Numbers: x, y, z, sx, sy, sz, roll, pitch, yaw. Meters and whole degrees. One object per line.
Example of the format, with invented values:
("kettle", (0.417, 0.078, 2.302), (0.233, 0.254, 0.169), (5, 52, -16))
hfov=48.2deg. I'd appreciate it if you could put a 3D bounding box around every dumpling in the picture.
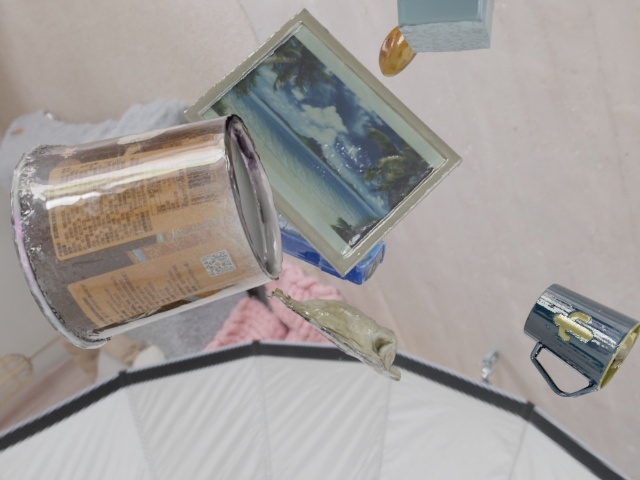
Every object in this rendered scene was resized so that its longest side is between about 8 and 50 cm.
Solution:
("dumpling", (0.061, 0.173, 1.365), (0.332, 0.086, 0.166), (33, 168, -20))

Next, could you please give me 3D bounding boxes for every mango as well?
("mango", (0.161, -0.387, 1.462), (0.060, 0.114, 0.080), (25, -154, -37))

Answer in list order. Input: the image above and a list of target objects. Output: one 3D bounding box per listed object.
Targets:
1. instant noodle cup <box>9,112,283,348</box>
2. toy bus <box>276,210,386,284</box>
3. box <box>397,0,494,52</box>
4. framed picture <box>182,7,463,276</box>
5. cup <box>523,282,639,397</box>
("instant noodle cup", (-0.159, -0.019, 0.715), (0.207, 0.218, 0.218), (-14, 126, 8))
("toy bus", (-0.001, 0.003, 1.333), (0.236, 0.094, 0.079), (23, 151, 15))
("box", (0.200, -0.378, 1.124), (0.162, 0.227, 0.130), (1, 91, 16))
("framed picture", (0.003, -0.139, 0.968), (0.315, 0.232, 0.024), (44, 171, 9))
("cup", (0.429, 0.173, 1.215), (0.155, 0.177, 0.131), (35, -178, 31))
